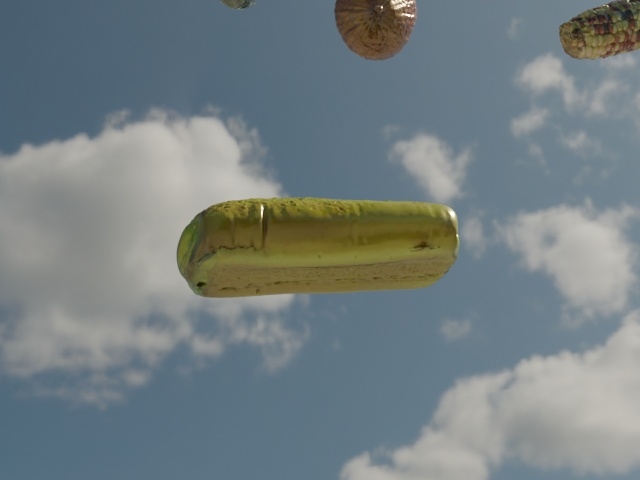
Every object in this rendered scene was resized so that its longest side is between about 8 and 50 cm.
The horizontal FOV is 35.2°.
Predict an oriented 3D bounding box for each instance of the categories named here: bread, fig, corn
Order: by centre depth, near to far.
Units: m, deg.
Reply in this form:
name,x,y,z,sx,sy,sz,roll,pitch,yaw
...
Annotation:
name,x,y,z,sx,sy,sz,roll,pitch,yaw
fig,0.083,-0.305,1.323,0.119,0.119,0.153,10,-10,-19
bread,0.000,0.000,1.354,0.384,0.112,0.166,-2,-28,-14
corn,0.468,-0.326,1.525,0.253,0.086,0.086,-20,-36,-18

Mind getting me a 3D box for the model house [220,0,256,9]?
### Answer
name,x,y,z,sx,sy,sz,roll,pitch,yaw
model house,0.089,-0.324,0.958,0.325,0.194,0.267,15,-34,-10
